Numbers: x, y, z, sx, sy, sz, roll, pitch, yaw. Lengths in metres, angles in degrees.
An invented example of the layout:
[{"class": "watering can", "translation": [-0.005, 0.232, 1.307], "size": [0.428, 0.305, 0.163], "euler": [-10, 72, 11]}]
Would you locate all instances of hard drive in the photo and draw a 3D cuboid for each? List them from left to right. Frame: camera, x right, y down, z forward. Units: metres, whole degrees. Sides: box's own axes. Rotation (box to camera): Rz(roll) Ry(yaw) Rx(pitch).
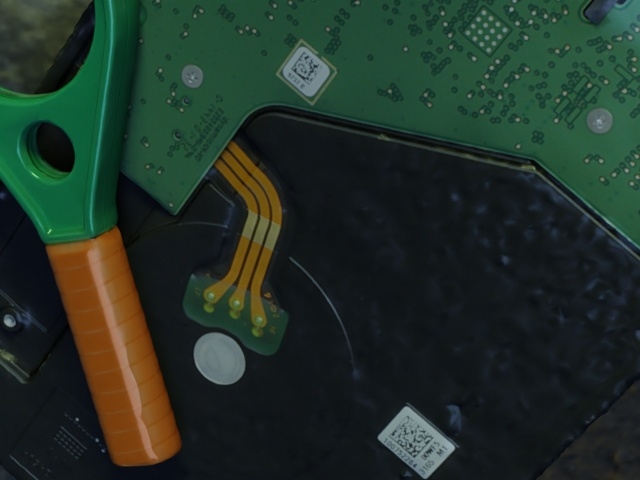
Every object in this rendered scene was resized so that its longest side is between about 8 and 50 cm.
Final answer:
[{"class": "hard drive", "translation": [0.000, 0.000, 0.583], "size": [0.237, 0.064, 0.339], "euler": [40, 121, 4]}]

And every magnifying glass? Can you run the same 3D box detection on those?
[{"class": "magnifying glass", "translation": [-0.093, -0.025, 0.565], "size": [0.092, 0.026, 0.231], "euler": [-6, 106, 25]}]
